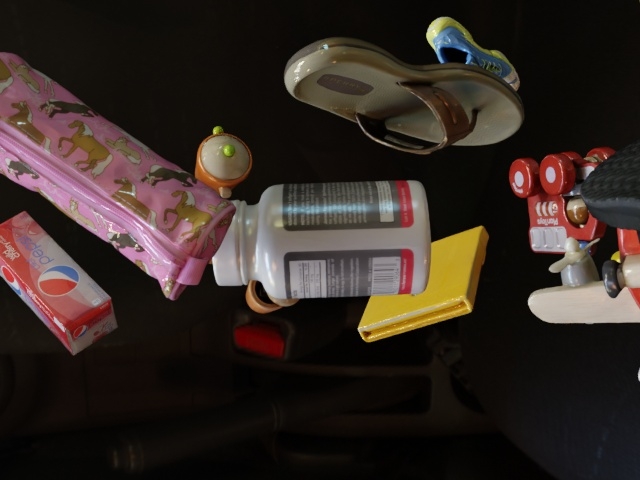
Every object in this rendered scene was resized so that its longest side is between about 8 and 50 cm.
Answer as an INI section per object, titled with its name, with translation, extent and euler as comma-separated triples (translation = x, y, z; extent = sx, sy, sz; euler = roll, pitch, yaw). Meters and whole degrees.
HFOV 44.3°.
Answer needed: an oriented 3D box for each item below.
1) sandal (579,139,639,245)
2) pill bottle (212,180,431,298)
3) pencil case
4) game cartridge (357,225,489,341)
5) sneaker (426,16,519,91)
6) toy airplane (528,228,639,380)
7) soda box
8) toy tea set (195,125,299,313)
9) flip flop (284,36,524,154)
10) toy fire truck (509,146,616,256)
[sandal]
translation = 0.334, -0.018, 0.649
extent = 0.168, 0.446, 0.107
euler = -26, 101, 11
[pill bottle]
translation = 0.000, 0.000, 1.201
extent = 0.319, 0.176, 0.176
euler = -2, 104, 0
[pencil case]
translation = -0.296, -0.083, 1.041
extent = 0.386, 0.160, 0.167
euler = 34, 56, -2
[game cartridge]
translation = 0.255, 0.101, 1.898
extent = 0.285, 0.323, 0.052
euler = -21, 110, 29
[sneaker]
translation = 0.313, -0.350, 1.609
extent = 0.240, 0.126, 0.091
euler = 30, 127, -18
[toy airplane]
translation = 0.599, 0.070, 1.322
extent = 0.386, 0.272, 0.384
euler = 19, 141, -1
[soda box]
translation = -0.455, 0.067, 1.316
extent = 0.092, 0.263, 0.083
euler = -36, 150, -30
[toy tea set]
translation = -0.137, -0.035, 1.340
extent = 0.336, 0.124, 0.200
euler = 45, 62, 0
[flip flop]
translation = 0.091, -0.131, 0.795
extent = 0.277, 0.080, 0.112
euler = 9, 147, -35
[toy fire truck]
translation = 0.602, -0.088, 1.915
extent = 0.169, 0.302, 0.253
euler = -10, 95, -19
